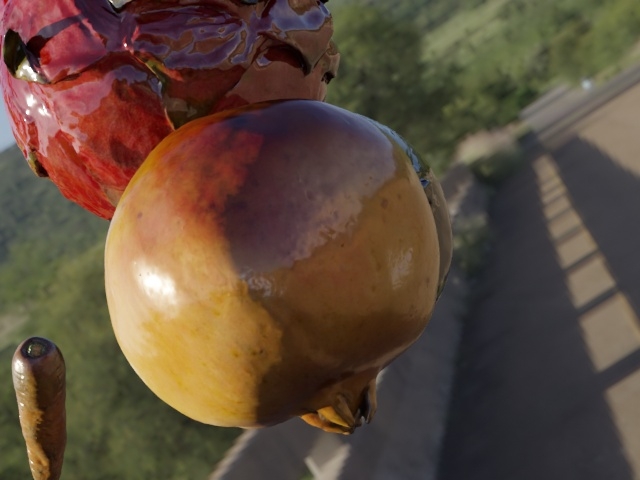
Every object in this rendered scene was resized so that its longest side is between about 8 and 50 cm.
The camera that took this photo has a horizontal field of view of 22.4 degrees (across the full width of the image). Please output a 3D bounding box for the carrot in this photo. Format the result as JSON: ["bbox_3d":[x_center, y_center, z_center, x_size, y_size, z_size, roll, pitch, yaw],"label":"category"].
[{"bbox_3d":[-0.238,0.156,1.394,0.047,0.047,0.191,-35,-35,-32],"label":"carrot"}]

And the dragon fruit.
[{"bbox_3d":[-0.106,-0.115,1.144,0.244,0.299,0.244,-9,24,4],"label":"dragon fruit"}]

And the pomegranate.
[{"bbox_3d":[-0.024,0.010,0.975,0.209,0.209,0.209,-33,3,2],"label":"pomegranate"}]

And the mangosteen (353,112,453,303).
[{"bbox_3d":[0.000,0.000,1.734,0.288,0.288,0.288,-33,3,2],"label":"mangosteen"}]
